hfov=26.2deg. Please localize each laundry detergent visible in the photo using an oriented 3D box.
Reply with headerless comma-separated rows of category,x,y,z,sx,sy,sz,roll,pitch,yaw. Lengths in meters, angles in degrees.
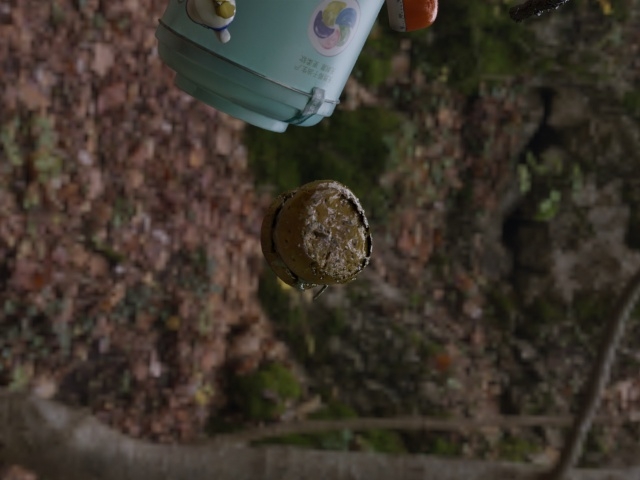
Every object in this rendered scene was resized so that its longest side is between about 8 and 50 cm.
laundry detergent,-0.069,-0.328,1.956,0.287,0.287,0.305,-104,-142,-76

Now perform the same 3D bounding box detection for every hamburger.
hamburger,0.000,0.000,2.155,0.113,0.177,0.185,-6,-99,48

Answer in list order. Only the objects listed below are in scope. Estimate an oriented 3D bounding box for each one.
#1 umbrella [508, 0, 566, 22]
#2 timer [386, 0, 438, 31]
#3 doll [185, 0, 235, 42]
umbrella,0.426,-0.454,2.616,0.040,0.144,0.037,54,38,-23
timer,0.182,-0.462,2.594,0.099,0.136,0.136,10,82,-81
doll,-0.139,-0.292,1.712,0.098,0.058,0.143,69,-14,-10
